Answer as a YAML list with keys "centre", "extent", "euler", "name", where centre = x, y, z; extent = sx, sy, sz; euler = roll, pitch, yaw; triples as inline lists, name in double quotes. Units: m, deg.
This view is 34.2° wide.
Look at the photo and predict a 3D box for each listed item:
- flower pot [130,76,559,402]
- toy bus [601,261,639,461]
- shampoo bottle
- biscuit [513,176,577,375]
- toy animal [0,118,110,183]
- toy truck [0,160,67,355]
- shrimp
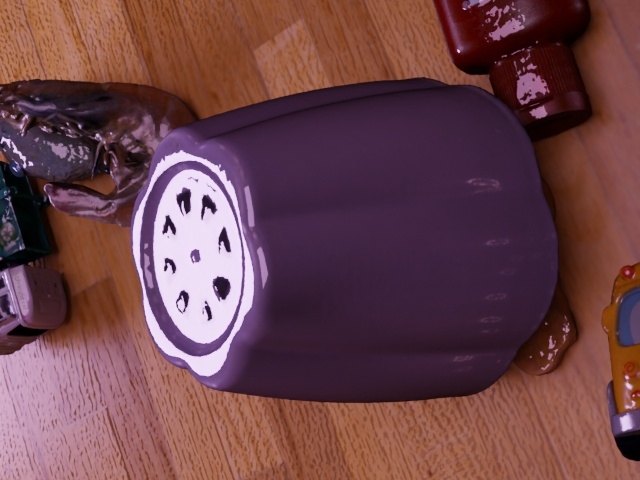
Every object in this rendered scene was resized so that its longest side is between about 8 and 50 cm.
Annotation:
- centre: [0.000, 0.000, 0.788]
  extent: [0.265, 0.243, 0.265]
  euler: [4, 96, 54]
  name: "flower pot"
- centre: [0.267, 0.076, 0.695]
  extent: [0.126, 0.209, 0.136]
  euler: [-16, 70, 30]
  name: "toy bus"
- centre: [0.140, -0.237, 0.850]
  extent: [0.118, 0.076, 0.314]
  euler: [-17, 79, 13]
  name: "shampoo bottle"
- centre: [0.129, 0.000, 0.872]
  extent: [0.144, 0.040, 0.236]
  euler: [-12, 82, 25]
  name: "biscuit"
- centre: [-0.245, -0.068, 1.084]
  extent: [0.253, 0.070, 0.079]
  euler: [37, 127, 16]
  name: "toy animal"
- centre: [-0.344, 0.006, 1.111]
  extent: [0.116, 0.110, 0.216]
  euler: [-24, 76, 16]
  name: "toy truck"
- centre: [-0.241, -0.095, 1.030]
  extent: [0.251, 0.052, 0.144]
  euler: [10, 84, 4]
  name: "shrimp"
